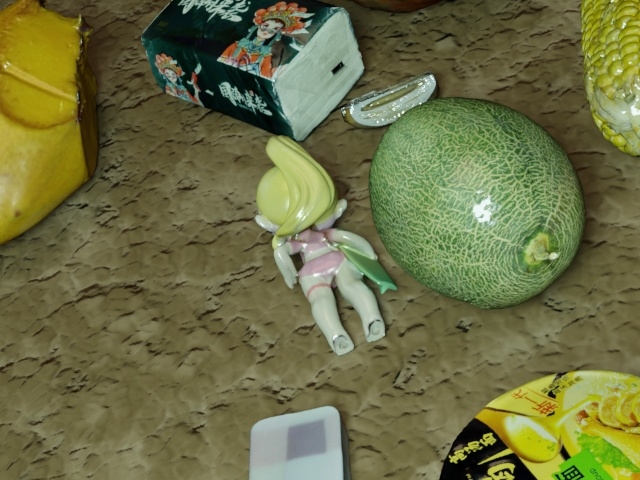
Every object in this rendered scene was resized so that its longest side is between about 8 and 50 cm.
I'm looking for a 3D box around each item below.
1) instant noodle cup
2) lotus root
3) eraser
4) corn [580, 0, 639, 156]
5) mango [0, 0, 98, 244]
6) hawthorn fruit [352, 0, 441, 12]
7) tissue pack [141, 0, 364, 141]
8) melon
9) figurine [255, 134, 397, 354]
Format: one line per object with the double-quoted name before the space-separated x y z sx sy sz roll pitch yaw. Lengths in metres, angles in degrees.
"instant noodle cup" 0.149 0.164 0.865 0.151 0.122 0.151 -11 43 10
"lotus root" 0.057 -0.111 1.273 0.083 0.030 0.037 -20 9 -3
"eraser" -0.013 0.158 1.014 0.065 0.026 0.105 -10 42 9
"corn" 0.247 -0.174 1.208 0.106 0.106 0.293 -11 40 13
"mango" -0.260 -0.092 1.321 0.154 0.126 0.252 5 53 13
"hawthorn fruit" 0.098 -0.322 1.356 0.210 0.210 0.262 23 50 40
"tissue pack" -0.060 -0.160 1.331 0.170 0.090 0.103 21 59 39
"melon" 0.108 -0.026 1.075 0.139 0.139 0.192 -31 37 -11
"figurine" 0.000 0.000 1.151 0.083 0.083 0.187 -22 50 0
